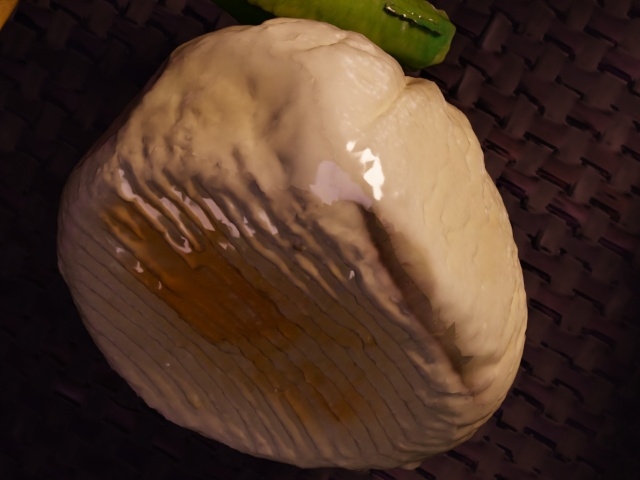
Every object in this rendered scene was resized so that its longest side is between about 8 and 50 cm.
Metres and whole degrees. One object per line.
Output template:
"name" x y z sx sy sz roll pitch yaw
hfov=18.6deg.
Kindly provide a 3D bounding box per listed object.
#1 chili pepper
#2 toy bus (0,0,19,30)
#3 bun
"chili pepper" -0.088 -0.163 0.895 0.359 0.076 0.085 31 146 -31
"toy bus" -0.158 -0.210 0.954 0.123 0.121 0.335 30 104 -22
"bun" 0.000 0.000 0.939 0.244 0.153 0.244 18 143 14
